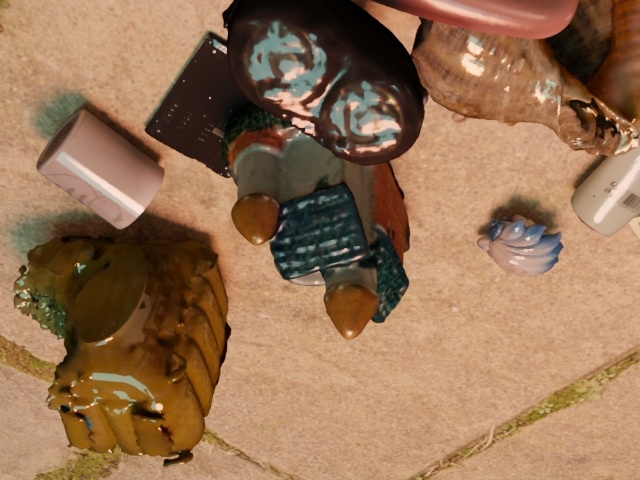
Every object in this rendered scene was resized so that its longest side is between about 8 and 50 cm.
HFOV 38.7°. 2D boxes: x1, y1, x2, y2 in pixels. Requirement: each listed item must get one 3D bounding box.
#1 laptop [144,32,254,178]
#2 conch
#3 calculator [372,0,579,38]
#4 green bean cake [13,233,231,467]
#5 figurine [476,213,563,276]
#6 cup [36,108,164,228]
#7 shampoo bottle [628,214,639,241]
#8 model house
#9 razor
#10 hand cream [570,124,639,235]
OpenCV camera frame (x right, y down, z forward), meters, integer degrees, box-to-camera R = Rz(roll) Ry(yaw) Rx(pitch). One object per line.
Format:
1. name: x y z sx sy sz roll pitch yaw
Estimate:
1. laptop: -0.123 -0.159 1.116 0.129 0.016 0.180 28 131 -19
2. conch: 0.196 -0.200 0.917 0.291 0.210 0.159 40 161 -22
3. calculator: 0.100 -0.297 0.801 0.329 0.220 0.048 19 158 -3
4. green bean cake: -0.282 0.124 1.215 0.284 0.310 0.202 1 137 5
5. figurine: 0.267 0.007 1.181 0.114 0.079 0.114 4 153 2
6. cup: -0.289 -0.081 1.160 0.136 0.099 0.133 -33 123 33
7. shampoo bottle: 0.432 0.001 1.173 0.048 0.034 0.141 -23 128 20
8. model house: 0.000 0.000 1.057 0.184 0.291 0.253 -17 132 12
9. razor: -0.002 -0.180 0.855 0.189 0.327 0.107 32 105 -16
10. hand cream: 0.416 -0.121 1.044 0.109 0.067 0.321 29 127 -17
